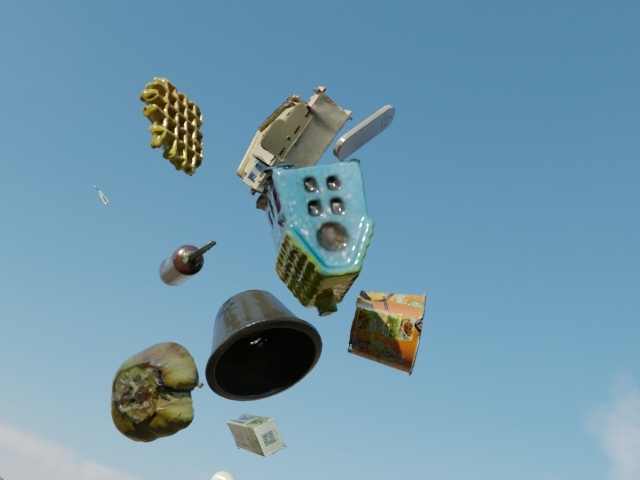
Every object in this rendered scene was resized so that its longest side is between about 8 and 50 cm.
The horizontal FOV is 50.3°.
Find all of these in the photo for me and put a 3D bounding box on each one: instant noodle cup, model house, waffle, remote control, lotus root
[{"bbox_3d":[0.177,0.235,1.837,0.182,0.230,0.230,12,-31,6],"label":"instant noodle cup"},{"bbox_3d":[0.000,0.000,1.489,0.215,0.303,0.237,-10,-20,-15],"label":"model house"},{"bbox_3d":[-0.094,-0.265,1.820,0.169,0.326,0.244,34,3,-22],"label":"model house"},{"bbox_3d":[-0.371,-0.287,1.695,0.057,0.229,0.219,-16,-29,19],"label":"waffle"},{"bbox_3d":[0.124,-0.302,1.898,0.022,0.245,0.077,37,-31,23],"label":"remote control"},{"bbox_3d":[-0.333,0.291,1.311,0.203,0.183,0.078,-28,-21,11],"label":"lotus root"}]

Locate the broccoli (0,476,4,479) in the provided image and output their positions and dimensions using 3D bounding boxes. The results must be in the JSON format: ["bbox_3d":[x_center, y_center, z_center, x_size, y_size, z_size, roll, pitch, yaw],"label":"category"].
[{"bbox_3d":[-0.431,0.340,0.755,0.194,0.194,0.220,13,-21,7],"label":"broccoli"}]

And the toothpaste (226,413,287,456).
[{"bbox_3d":[-0.092,0.276,0.968,0.046,0.034,0.164,67,-23,3],"label":"toothpaste"}]

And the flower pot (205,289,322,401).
[{"bbox_3d":[-0.145,0.220,1.550,0.268,0.166,0.269,-13,-45,-13],"label":"flower pot"}]

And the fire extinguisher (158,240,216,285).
[{"bbox_3d":[-0.296,0.044,1.528,0.071,0.099,0.231,56,-28,-3],"label":"fire extinguisher"}]

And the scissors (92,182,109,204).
[{"bbox_3d":[-0.599,-0.122,1.868,0.119,0.014,0.058,38,-18,54],"label":"scissors"}]

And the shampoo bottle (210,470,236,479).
[{"bbox_3d":[-0.132,0.465,1.158,0.152,0.077,0.045,31,-10,20],"label":"shampoo bottle"}]
